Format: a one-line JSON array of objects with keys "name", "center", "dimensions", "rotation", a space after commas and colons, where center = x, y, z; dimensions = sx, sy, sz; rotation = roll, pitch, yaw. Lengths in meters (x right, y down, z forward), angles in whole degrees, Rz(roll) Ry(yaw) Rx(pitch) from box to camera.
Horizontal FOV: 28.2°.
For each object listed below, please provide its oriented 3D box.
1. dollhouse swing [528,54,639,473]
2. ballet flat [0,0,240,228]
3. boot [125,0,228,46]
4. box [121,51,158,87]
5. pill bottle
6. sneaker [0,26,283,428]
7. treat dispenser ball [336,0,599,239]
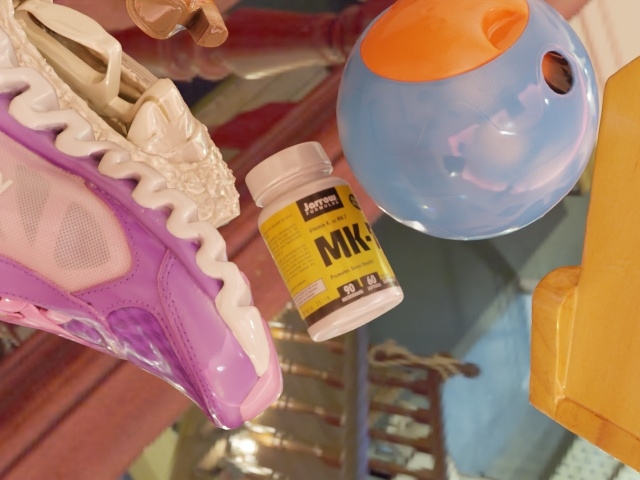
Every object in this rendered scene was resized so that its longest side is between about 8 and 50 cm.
[{"name": "dollhouse swing", "center": [0.360, 0.046, 0.855], "dimensions": [0.315, 0.347, 0.305], "rotation": [-2, 112, -42]}, {"name": "ballet flat", "center": [-0.252, -0.168, 1.524], "dimensions": [0.409, 0.147, 0.147], "rotation": [37, 62, -2]}, {"name": "boot", "center": [-0.235, -0.363, 1.865], "dimensions": [0.073, 0.152, 0.197], "rotation": [-44, 148, 19]}, {"name": "box", "center": [-0.368, -0.208, 1.906], "dimensions": [0.232, 0.148, 0.127], "rotation": [-4, 124, -48]}, {"name": "pill bottle", "center": [0.000, 0.000, 1.467], "dimensions": [0.119, 0.119, 0.208], "rotation": [-17, 76, -44]}, {"name": "sneaker", "center": [-0.118, 0.000, 0.494], "dimensions": [0.104, 0.236, 0.095], "rotation": [-43, 162, -20]}, {"name": "treat dispenser ball", "center": [0.162, -0.143, 1.409], "dimensions": [0.288, 0.288, 0.288], "rotation": [-6, 99, -46]}]
